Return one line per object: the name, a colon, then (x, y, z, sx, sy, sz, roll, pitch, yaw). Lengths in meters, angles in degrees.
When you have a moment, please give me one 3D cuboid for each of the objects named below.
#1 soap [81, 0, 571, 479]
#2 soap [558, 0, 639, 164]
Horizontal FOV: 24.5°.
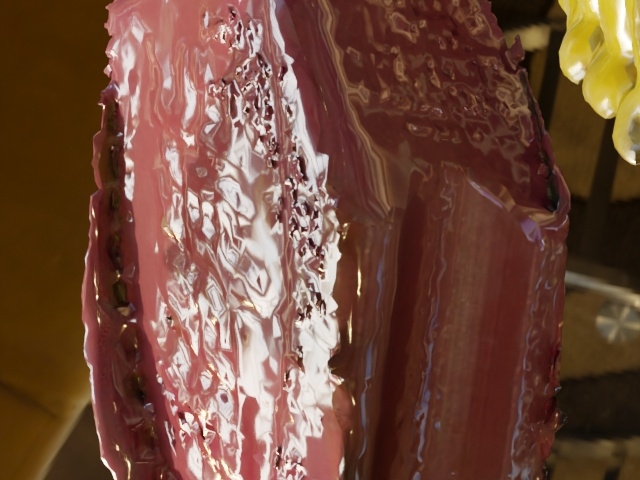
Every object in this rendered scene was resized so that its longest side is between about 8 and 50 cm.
soap: (0.000, 0.000, 0.525, 0.182, 0.112, 0.289, 21, 112, 50)
soap: (0.177, -0.237, 0.744, 0.156, 0.293, 0.335, -11, 108, 7)
